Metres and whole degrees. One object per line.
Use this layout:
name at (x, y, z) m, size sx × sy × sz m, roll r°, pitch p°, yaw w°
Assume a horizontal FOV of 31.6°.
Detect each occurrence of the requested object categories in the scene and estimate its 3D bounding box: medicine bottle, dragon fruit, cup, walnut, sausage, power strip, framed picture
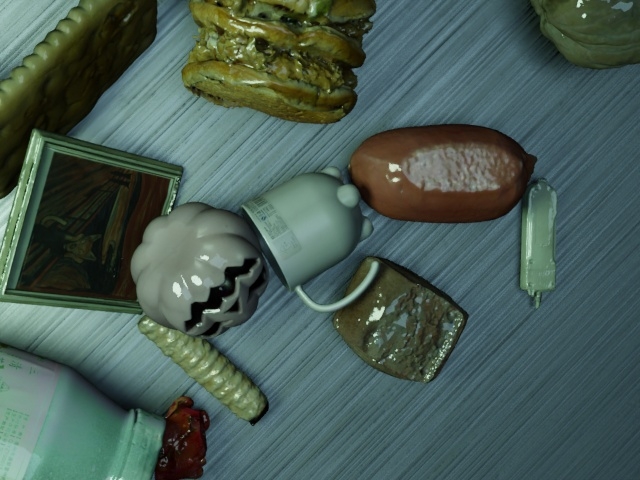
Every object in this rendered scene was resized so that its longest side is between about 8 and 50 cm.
medicine bottle at (-0.364, 0.273, 1.430) m, size 0.290 × 0.245 × 0.245 m, roll 22°, pitch 91°, yaw -13°
dragon fruit at (-0.182, 0.276, 1.522) m, size 0.068 × 0.126 × 0.112 m, roll 11°, pitch 135°, yaw 4°
cup at (-0.004, -0.009, 1.503) m, size 0.142 × 0.173 × 0.134 m, roll -29°, pitch 142°, yaw -7°
walnut at (0.397, -0.340, 1.527) m, size 0.224 × 0.224 × 0.224 m, roll -1°, pitch 95°, yaw -10°
sausage at (0.170, -0.090, 1.541) m, size 0.254 × 0.148 × 0.148 m, roll -4°, pitch 96°, yaw -12°
power strip at (0.314, 0.005, 1.625) m, size 0.048 × 0.030 × 0.191 m, roll 0°, pitch 95°, yaw -11°
framed picture at (-0.286, -0.014, 1.433) m, size 0.016 × 0.273 × 0.216 m, roll 17°, pitch 94°, yaw 34°

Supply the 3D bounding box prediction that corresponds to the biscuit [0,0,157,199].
biscuit at (-0.306, -0.197, 1.375) m, size 0.044 × 0.217 × 0.325 m, roll 37°, pitch 71°, yaw 8°

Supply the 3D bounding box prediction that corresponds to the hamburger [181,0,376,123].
hamburger at (-0.065, -0.265, 1.438) m, size 0.261 × 0.245 × 0.211 m, roll 16°, pitch 95°, yaw 9°

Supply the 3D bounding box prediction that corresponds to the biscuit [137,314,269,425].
biscuit at (-0.156, 0.171, 1.545) m, size 0.219 × 0.061 × 0.055 m, roll 42°, pitch 97°, yaw -10°

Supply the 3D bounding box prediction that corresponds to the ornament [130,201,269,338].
ornament at (-0.154, 0.042, 1.479) m, size 0.178 × 0.177 × 0.177 m, roll -1°, pitch 95°, yaw -10°

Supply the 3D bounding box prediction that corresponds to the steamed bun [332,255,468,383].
steamed bun at (0.110, 0.115, 1.563) m, size 0.175 × 0.106 × 0.144 m, roll 29°, pitch 90°, yaw -13°
